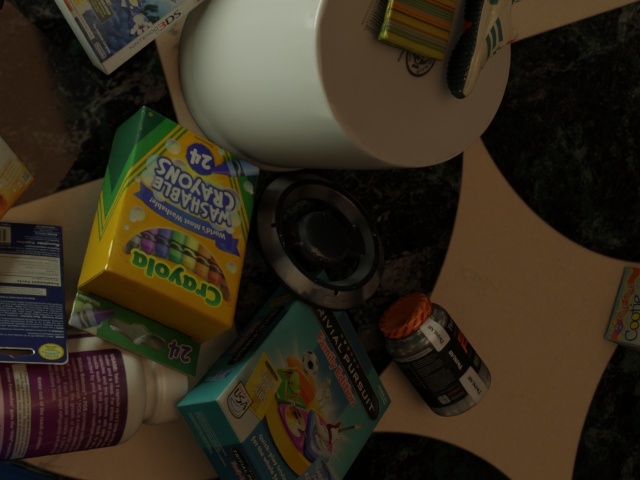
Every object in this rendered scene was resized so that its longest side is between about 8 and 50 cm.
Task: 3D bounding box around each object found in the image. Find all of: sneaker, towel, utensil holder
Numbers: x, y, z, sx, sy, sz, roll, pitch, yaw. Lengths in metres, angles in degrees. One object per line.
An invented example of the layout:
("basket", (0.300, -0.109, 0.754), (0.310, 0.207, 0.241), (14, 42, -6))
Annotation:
("sneaker", (0.214, -0.251, 1.572), (0.075, 0.057, 0.161), (17, 83, -25))
("towel", (0.137, -0.348, 1.543), (0.102, 0.021, 0.237), (15, 86, -36))
("utensil holder", (0.029, -0.253, 1.721), (0.328, 0.385, 0.327), (-3, 96, -30))

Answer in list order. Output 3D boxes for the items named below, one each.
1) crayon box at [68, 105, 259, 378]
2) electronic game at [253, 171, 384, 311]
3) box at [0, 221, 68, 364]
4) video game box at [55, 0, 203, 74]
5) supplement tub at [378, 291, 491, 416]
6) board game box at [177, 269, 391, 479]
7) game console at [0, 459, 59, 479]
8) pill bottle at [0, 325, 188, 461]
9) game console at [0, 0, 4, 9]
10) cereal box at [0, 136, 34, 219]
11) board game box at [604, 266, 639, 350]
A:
("crayon box", (-0.206, 0.000, 1.704), (0.203, 0.083, 0.323), (27, 54, -29))
("electronic game", (0.000, 0.000, 1.873), (0.229, 0.048, 0.229), (19, 54, -27))
("box", (-0.402, 0.073, 1.616), (0.136, 0.036, 0.225), (5, 49, -20))
("video game box", (-0.268, -0.356, 1.681), (0.187, 0.048, 0.205), (-43, 139, -14))
("supplement tub", (0.181, 0.182, 1.999), (0.117, 0.117, 0.190), (-45, 114, -19))
("board game box", (-0.039, 0.238, 1.813), (0.253, 0.079, 0.336), (63, 37, -19))
("game console", (-0.516, 0.256, 1.549), (0.173, 0.293, 0.250), (-13, 78, -64))
("pill bottle", (-0.340, 0.202, 1.674), (0.301, 0.169, 0.169), (-3, 96, -29))
("game console", (-0.585, -0.324, 1.473), (0.386, 0.060, 0.342), (40, 46, -25))
("cereal box", (-0.489, -0.119, 1.584), (0.240, 0.047, 0.173), (54, 34, -23))
("board game box", (0.680, 0.161, 2.265), (0.275, 0.142, 0.144), (21, 84, -29))
